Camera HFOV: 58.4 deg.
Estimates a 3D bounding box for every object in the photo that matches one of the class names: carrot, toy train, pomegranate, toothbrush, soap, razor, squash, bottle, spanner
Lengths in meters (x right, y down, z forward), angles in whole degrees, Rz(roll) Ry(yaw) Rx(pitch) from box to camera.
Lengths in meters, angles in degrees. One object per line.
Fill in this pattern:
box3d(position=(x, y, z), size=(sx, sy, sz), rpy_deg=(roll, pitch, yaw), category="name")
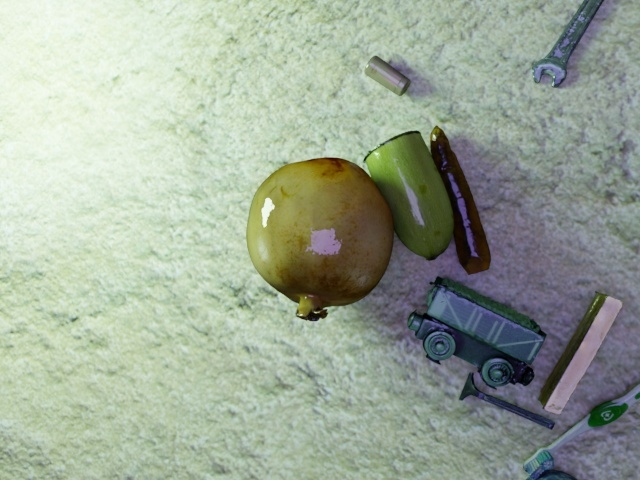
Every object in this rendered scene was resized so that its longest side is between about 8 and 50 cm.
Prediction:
box3d(position=(0.280, -0.086, 1.175), size=(0.066, 0.066, 0.315), rpy_deg=(-17, 84, 12), category="carrot")
box3d(position=(0.311, 0.189, 1.143), size=(0.269, 0.115, 0.155), rpy_deg=(26, 102, 11), category="toy train")
box3d(position=(0.000, 0.000, 1.105), size=(0.318, 0.319, 0.320), rpy_deg=(0, 91, 12), category="pomegranate")
box3d(position=(0.573, 0.334, 1.133), size=(0.418, 0.040, 0.042), rpy_deg=(-40, 98, 6), category="toothbrush")
box3d(position=(0.501, 0.218, 1.113), size=(0.037, 0.092, 0.252), rpy_deg=(28, 97, 12), category="soap")
box3d(position=(0.384, 0.341, 1.172), size=(0.190, 0.033, 0.066), rpy_deg=(23, 96, 10), category="razor")
box3d(position=(0.190, -0.081, 1.145), size=(0.132, 0.132, 0.247), rpy_deg=(-25, 82, 12), category="squash")
box3d(position=(0.141, -0.345, 1.203), size=(0.096, 0.045, 0.045), rpy_deg=(37, 98, 8), category="bottle")
box3d(position=(0.519, -0.442, 1.134), size=(0.071, 0.017, 0.302), rpy_deg=(31, 98, 10), category="spanner")

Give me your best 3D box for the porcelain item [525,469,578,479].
box3d(position=(0.463, 0.539, 1.117), size=(0.147, 0.114, 0.147), rpy_deg=(0, 92, 13), category="porcelain item")
